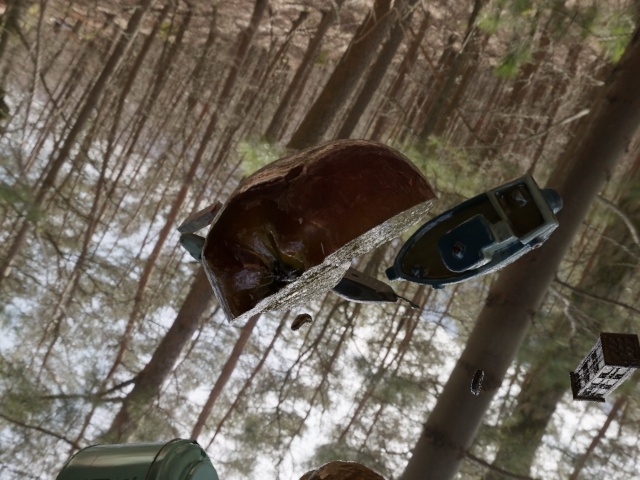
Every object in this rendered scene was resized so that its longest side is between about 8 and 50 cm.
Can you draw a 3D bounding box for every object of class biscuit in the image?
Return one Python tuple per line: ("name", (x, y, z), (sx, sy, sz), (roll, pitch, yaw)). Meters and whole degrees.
("biscuit", (0.561, 0.504, 1.724), (0.027, 0.089, 0.087), (11, 129, 31))

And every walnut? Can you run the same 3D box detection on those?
("walnut", (0.098, 0.990, 1.774), (0.384, 0.383, 0.383), (29, 179, 1))

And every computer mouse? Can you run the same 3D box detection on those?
("computer mouse", (0.151, 0.174, 1.638), (0.380, 0.090, 0.167), (22, -164, 16))

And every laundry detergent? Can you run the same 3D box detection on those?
("laundry detergent", (-0.407, 0.614, 1.115), (0.306, 0.287, 0.287), (-8, 170, 12))

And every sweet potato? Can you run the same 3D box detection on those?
("sweet potato", (-0.073, 0.306, 1.831), (0.053, 0.054, 0.182), (48, -163, 14))

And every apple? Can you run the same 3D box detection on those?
("apple", (0.000, 0.000, 0.749), (0.295, 0.328, 0.365), (17, -167, 24))

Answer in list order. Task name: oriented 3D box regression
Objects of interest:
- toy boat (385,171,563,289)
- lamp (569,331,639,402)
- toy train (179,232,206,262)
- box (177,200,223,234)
("toy boat", (0.170, -0.003, 0.567), (0.102, 0.215, 0.088), (6, -122, -55))
("lamp", (0.751, 0.347, 1.289), (0.090, 0.089, 0.325), (1, 147, 14))
("toy train", (-0.163, 0.057, 0.915), (0.234, 0.052, 0.051), (30, -137, -26))
("box", (-0.373, -0.065, 1.510), (0.218, 0.055, 0.039), (-18, 122, 46))
